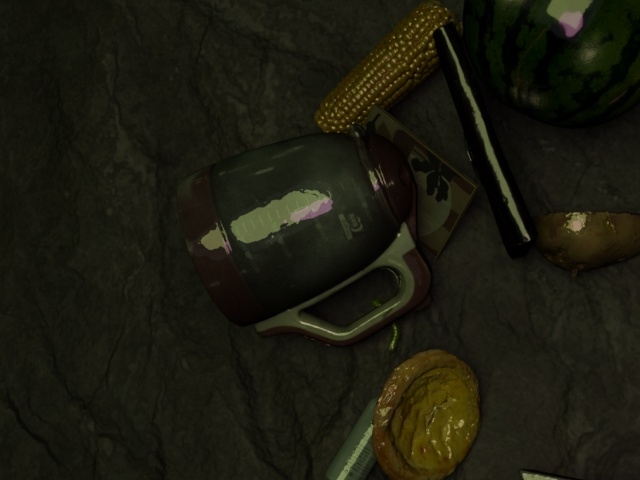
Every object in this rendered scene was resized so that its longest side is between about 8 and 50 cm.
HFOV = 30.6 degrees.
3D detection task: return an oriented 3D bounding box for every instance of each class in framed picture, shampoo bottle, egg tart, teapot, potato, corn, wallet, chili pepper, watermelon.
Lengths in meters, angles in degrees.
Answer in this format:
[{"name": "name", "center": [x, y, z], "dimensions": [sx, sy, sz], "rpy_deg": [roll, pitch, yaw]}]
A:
[{"name": "framed picture", "center": [0.123, -0.085, 1.683], "dimensions": [0.201, 0.010, 0.136], "rpy_deg": [42, 127, 22]}, {"name": "shampoo bottle", "center": [0.078, 0.262, 1.645], "dimensions": [0.056, 0.056, 0.195], "rpy_deg": [33, 90, 22]}, {"name": "egg tart", "center": [0.135, 0.239, 1.590], "dimensions": [0.074, 0.191, 0.191], "rpy_deg": [12, 82, 56]}, {"name": "teapot", "center": [0.000, 0.000, 1.649], "dimensions": [0.312, 0.233, 0.315], "rpy_deg": [-21, 98, 12]}, {"name": "potato", "center": [0.369, 0.007, 1.574], "dimensions": [0.172, 0.100, 0.089], "rpy_deg": [1, 85, 16]}, {"name": "corn", "center": [0.100, -0.246, 1.719], "dimensions": [0.260, 0.091, 0.091], "rpy_deg": [-43, 85, 11]}, {"name": "wallet", "center": [0.221, -0.131, 1.597], "dimensions": [0.045, 0.172, 0.318], "rpy_deg": [-19, 81, 5]}, {"name": "chili pepper", "center": [0.097, 0.119, 1.687], "dimensions": [0.030, 0.017, 0.083], "rpy_deg": [-31, 68, 13]}, {"name": "watermelon", "center": [0.328, -0.290, 1.540], "dimensions": [0.285, 0.285, 0.285], "rpy_deg": [-4, 78, 19]}]

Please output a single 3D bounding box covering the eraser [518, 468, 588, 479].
[{"name": "eraser", "center": [0.424, 0.356, 1.475], "dimensions": [0.352, 0.111, 0.077], "rpy_deg": [8, 80, 21]}]
